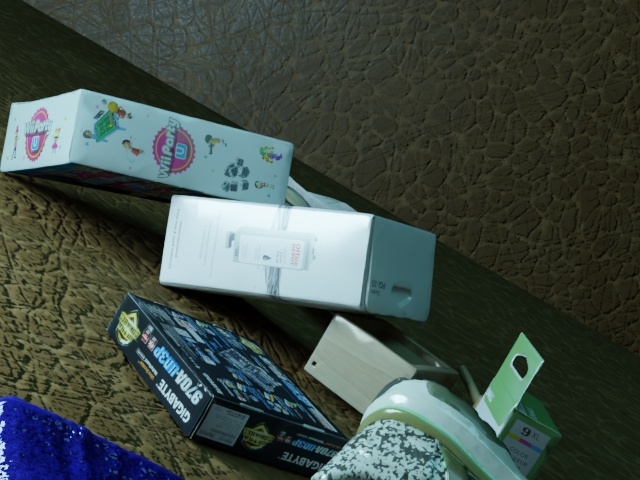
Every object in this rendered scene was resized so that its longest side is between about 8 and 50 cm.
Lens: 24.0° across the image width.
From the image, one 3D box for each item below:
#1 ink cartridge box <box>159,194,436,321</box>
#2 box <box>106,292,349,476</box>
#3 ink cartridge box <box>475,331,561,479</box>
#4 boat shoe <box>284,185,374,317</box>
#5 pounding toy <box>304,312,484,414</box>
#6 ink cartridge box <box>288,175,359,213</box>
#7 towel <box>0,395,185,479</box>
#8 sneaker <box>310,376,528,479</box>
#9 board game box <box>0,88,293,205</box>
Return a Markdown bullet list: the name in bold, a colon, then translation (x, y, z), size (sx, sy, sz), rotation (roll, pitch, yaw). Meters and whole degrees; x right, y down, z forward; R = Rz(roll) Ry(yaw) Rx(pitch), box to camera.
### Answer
- **ink cartridge box**: translation (-0.023, 0.023, 1.863), size (0.283, 0.117, 0.207), rotation (6, -4, 27)
- **box**: translation (-0.096, 0.143, 1.495), size (0.175, 0.051, 0.220), rotation (24, 11, -38)
- **ink cartridge box**: translation (0.187, 0.208, 1.534), size (0.062, 0.209, 0.109), rotation (29, 9, -8)
- **boat shoe**: translation (-0.040, 0.022, 2.209), size (0.130, 0.132, 0.355), rotation (-2, 23, -37)
- **pounding toy**: translation (0.113, 0.184, 1.806), size (0.206, 0.094, 0.181), rotation (35, 11, 27)
- **ink cartridge box**: translation (0.000, 0.000, 2.309), size (0.045, 0.145, 0.179), rotation (-5, 29, -32)
- **towel**: translation (-0.095, 0.216, 1.005), size (0.308, 0.076, 0.227), rotation (26, 9, -24)
- **sneaker**: translation (0.149, 0.301, 1.304), size (0.410, 0.158, 0.182), rotation (36, 41, 25)
- **board game box**: translation (-0.223, -0.109, 1.924), size (0.303, 0.097, 0.224), rotation (12, -7, -32)
